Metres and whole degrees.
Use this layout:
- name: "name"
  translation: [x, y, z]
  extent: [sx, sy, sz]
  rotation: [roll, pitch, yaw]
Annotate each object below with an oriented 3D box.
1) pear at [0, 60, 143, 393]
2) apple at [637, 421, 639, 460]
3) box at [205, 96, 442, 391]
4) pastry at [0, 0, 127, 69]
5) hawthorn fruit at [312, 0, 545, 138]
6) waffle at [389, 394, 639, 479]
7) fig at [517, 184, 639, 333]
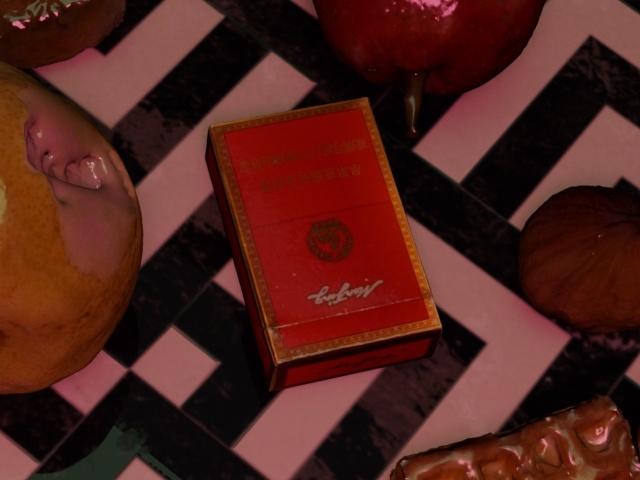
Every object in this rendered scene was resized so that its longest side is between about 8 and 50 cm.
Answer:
- name: "pear"
  translation: [-0.267, -0.013, 1.332]
  extent: [0.271, 0.271, 0.271]
  rotation: [3, 64, -6]
- name: "apple"
  translation: [0.332, 0.168, 1.377]
  extent: [0.131, 0.146, 0.146]
  rotation: [-24, 70, -20]
- name: "box"
  translation: [0.000, 0.000, 1.461]
  extent: [0.153, 0.074, 0.239]
  rotation: [-10, 65, -16]
- name: "pastry"
  translation: [-0.271, -0.246, 1.530]
  extent: [0.192, 0.093, 0.182]
  rotation: [-28, 72, -15]
- name: "hawthorn fruit"
  translation: [0.093, -0.218, 1.496]
  extent: [0.230, 0.210, 0.266]
  rotation: [20, 60, -20]
- name: "waffle"
  translation: [0.196, 0.291, 1.332]
  extent: [0.213, 0.091, 0.308]
  rotation: [-15, 68, -14]
- name: "fig"
  translation: [0.247, 0.003, 1.420]
  extent: [0.146, 0.201, 0.133]
  rotation: [-10, 75, -5]
